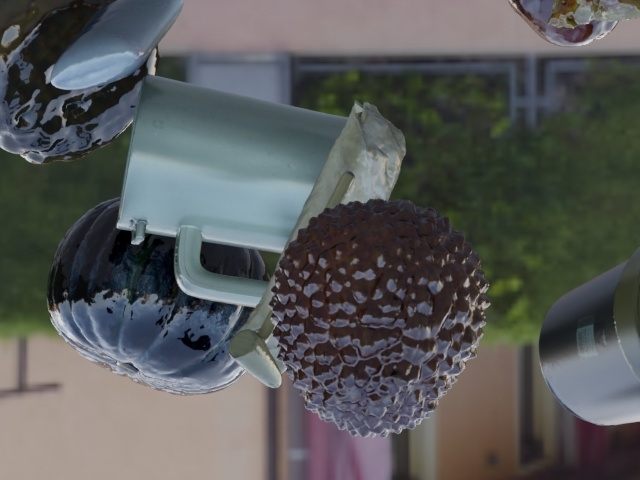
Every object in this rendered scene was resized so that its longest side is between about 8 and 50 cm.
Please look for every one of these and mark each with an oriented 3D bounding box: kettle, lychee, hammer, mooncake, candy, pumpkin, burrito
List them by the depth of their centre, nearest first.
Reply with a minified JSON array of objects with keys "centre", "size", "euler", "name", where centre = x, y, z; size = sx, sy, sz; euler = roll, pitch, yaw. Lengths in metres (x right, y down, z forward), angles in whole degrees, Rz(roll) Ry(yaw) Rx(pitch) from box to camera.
[{"centre":[0.032,0.044,0.879],"size":[0.123,0.129,0.123],"euler":[-8,163,-3],"name":"lychee"},{"centre":[-0.010,0.029,1.325],"size":[0.028,0.195,0.060],"euler":[10,153,43],"name":"hammer"},{"centre":[0.000,0.000,1.496],"size":[0.082,0.275,0.059],"euler":[36,168,-33],"name":"burrito"},{"centre":[-0.253,-0.252,2.003],"size":[0.138,0.071,0.174],"euler":[-15,-152,27],"name":"candy"},{"centre":[-0.096,-0.069,2.062],"size":[0.318,0.205,0.265],"euler":[11,-143,-8],"name":"kettle"},{"centre":[-0.364,-0.246,2.198],"size":[0.290,0.290,0.161],"euler":[1,-152,-42],"name":"mooncake"},{"centre":[-0.251,0.088,2.504],"size":[0.363,0.266,0.363],"euler":[17,162,6],"name":"pumpkin"}]

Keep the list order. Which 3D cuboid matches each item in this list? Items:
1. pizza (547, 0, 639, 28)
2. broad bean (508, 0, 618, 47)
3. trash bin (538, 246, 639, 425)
[{"centre":[0.276,-0.233,1.342],"size":[0.194,0.154,0.069],"euler":[-35,-147,10],"name":"pizza"},{"centre":[0.264,-0.329,1.782],"size":[0.122,0.228,0.156],"euler":[-29,-159,-34],"name":"broad bean"},{"centre":[0.396,0.101,1.769],"size":[0.214,0.214,0.334],"euler":[0,164,-19],"name":"trash bin"}]
